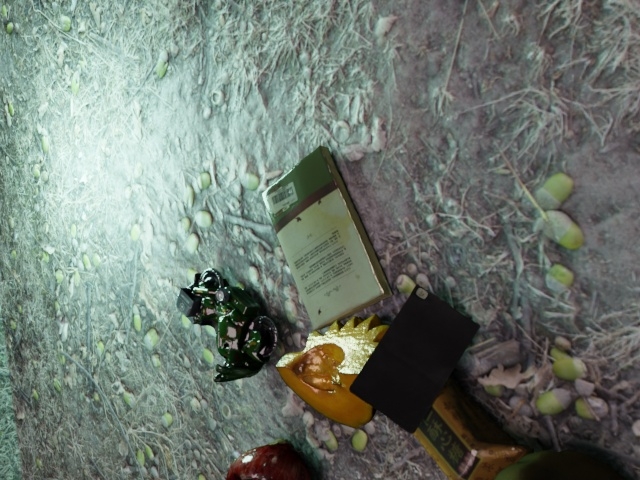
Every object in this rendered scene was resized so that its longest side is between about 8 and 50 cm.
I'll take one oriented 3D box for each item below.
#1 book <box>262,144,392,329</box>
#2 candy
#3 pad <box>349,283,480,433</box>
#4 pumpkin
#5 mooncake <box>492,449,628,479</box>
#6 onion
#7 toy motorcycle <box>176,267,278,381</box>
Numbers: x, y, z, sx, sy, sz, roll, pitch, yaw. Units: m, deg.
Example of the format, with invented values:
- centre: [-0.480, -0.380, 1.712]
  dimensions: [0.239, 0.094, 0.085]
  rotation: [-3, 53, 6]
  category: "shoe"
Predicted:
- centre: [0.000, 0.000, 1.147]
  dimensions: [0.201, 0.026, 0.290]
  rotation: [-32, 75, 42]
  category: "book"
- centre: [0.185, 0.274, 0.968]
  dimensions: [0.271, 0.101, 0.143]
  rotation: [43, 115, 42]
  category: "candy"
- centre: [0.140, 0.174, 0.945]
  dimensions: [0.116, 0.004, 0.193]
  rotation: [33, 79, 5]
  category: "pad"
- centre: [0.062, 0.224, 1.089]
  dimensions: [0.254, 0.130, 0.149]
  rotation: [-13, 117, 49]
  category: "pumpkin"
- centre: [0.294, 0.407, 0.755]
  dimensions: [0.290, 0.290, 0.161]
  rotation: [53, 131, 24]
  category: "mooncake"
- centre: [-0.090, 0.463, 1.249]
  dimensions: [0.184, 0.147, 0.184]
  rotation: [14, 135, 15]
  category: "onion"
- centre: [-0.195, 0.182, 1.307]
  dimensions: [0.274, 0.124, 0.187]
  rotation: [39, 112, 35]
  category: "toy motorcycle"
